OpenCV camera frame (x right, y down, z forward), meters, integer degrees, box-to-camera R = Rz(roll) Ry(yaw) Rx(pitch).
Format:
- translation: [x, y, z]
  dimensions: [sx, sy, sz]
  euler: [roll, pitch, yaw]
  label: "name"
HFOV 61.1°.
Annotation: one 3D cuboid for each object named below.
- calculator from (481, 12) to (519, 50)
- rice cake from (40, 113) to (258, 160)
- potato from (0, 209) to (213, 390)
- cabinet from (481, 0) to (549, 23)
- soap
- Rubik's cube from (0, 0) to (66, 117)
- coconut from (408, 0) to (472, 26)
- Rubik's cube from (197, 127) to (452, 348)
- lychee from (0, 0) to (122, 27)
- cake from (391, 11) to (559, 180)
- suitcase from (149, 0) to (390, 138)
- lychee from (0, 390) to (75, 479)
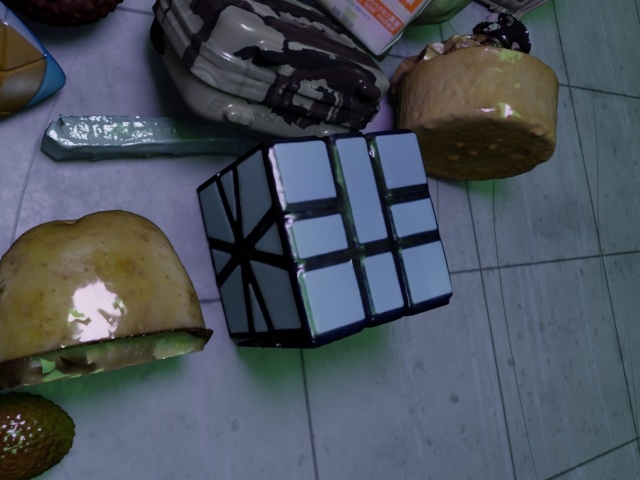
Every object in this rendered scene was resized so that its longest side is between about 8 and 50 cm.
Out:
- translation: [0.483, -0.519, 1.424]
  dimensions: [0.175, 0.032, 0.100]
  euler: [34, 65, -22]
  label: "calculator"
- translation: [-0.260, -0.166, 0.867]
  dimensions: [0.336, 0.066, 0.063]
  euler: [-6, 79, -33]
  label: "rice cake"
- translation: [-0.298, 0.067, 0.720]
  dimensions: [0.285, 0.242, 0.243]
  euler: [-9, 85, -26]
  label: "potato"
- translation: [0.459, -0.735, 1.300]
  dimensions: [0.317, 0.290, 0.228]
  euler: [9, 76, -30]
  label: "cabinet"
- translation: [0.095, -0.455, 0.961]
  dimensions: [0.199, 0.182, 0.138]
  euler: [43, 17, -3]
  label: "soap"
- translation: [-0.481, -0.283, 0.665]
  dimensions: [0.254, 0.254, 0.255]
  euler: [7, 77, -31]
  label: "Rubik's cube"
- translation: [0.185, -0.602, 1.120]
  dimensions: [0.281, 0.328, 0.329]
  euler: [21, 62, -73]
  label: "coconut"
- translation: [0.000, 0.000, 0.870]
  dimensions: [0.283, 0.288, 0.294]
  euler: [-14, 91, -34]
  label: "Rubik's cube"
- translation: [-0.378, -0.435, 0.749]
  dimensions: [0.260, 0.260, 0.261]
  euler: [7, 77, -31]
  label: "lychee"
- translation: [0.316, -0.316, 1.111]
  dimensions: [0.332, 0.332, 0.321]
  euler: [15, 71, -29]
  label: "cake"
- translation: [-0.095, -0.305, 0.896]
  dimensions: [0.351, 0.194, 0.339]
  euler: [5, 41, -42]
  label: "suitcase"
- translation: [-0.385, 0.249, 0.681]
  dimensions: [0.146, 0.114, 0.114]
  euler: [17, 71, -43]
  label: "lychee"
